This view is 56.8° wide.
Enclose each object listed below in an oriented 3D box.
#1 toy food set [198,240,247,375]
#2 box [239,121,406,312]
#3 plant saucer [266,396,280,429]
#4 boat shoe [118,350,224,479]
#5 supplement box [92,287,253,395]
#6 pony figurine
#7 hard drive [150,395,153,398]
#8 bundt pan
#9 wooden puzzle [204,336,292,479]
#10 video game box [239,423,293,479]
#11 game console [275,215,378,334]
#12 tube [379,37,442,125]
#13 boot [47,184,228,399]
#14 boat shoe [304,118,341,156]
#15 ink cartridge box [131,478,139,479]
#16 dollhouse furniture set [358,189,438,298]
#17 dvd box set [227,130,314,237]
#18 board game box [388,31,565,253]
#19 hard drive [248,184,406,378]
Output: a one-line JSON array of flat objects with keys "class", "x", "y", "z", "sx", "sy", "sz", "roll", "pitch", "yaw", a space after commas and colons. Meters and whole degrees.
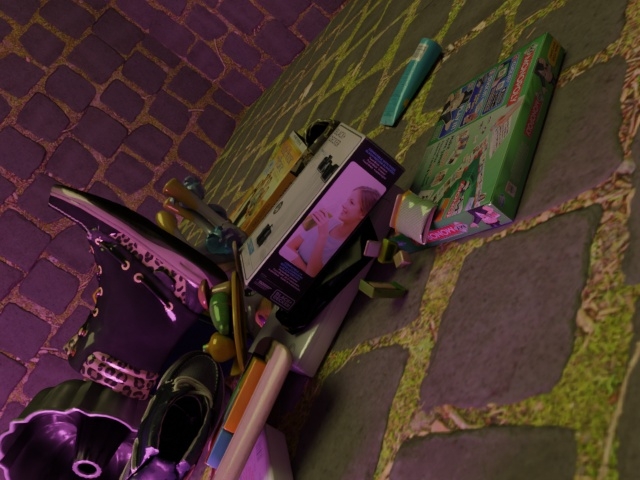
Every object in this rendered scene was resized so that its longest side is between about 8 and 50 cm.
[{"class": "toy food set", "x": -0.164, "y": 0.122, "z": 0.984, "sx": 0.128, "sy": 0.071, "sz": 0.218, "roll": 88, "pitch": 174, "yaw": -47}, {"class": "box", "x": -0.007, "y": -0.045, "z": 0.960, "sx": 0.290, "sy": 0.087, "sz": 0.169, "roll": -50, "pitch": 20, "yaw": 8}, {"class": "plant saucer", "x": -0.128, "y": 0.325, "z": 0.988, "sx": 0.168, "sy": 0.029, "sz": 0.168, "roll": -46, "pitch": 22, "yaw": 24}, {"class": "boat shoe", "x": -0.210, "y": 0.270, "z": 0.960, "sx": 0.158, "sy": 0.127, "sz": 0.340, "roll": -57, "pitch": 12, "yaw": 30}, {"class": "supplement box", "x": -0.339, "y": 0.170, "z": 1.326, "sx": 0.194, "sy": 0.195, "sz": 0.356, "roll": -53, "pitch": 42, "yaw": 5}, {"class": "pony figurine", "x": -0.198, "y": 0.016, "z": 1.293, "sx": 0.303, "sy": 0.363, "sz": 0.351, "roll": -52, "pitch": 2, "yaw": 30}, {"class": "hard drive", "x": -0.447, "y": 0.403, "z": 1.396, "sx": 0.203, "sy": 0.040, "sz": 0.307, "roll": -46, "pitch": -6, "yaw": 25}, {"class": "bundt pan", "x": -0.431, "y": 0.388, "z": 1.139, "sx": 0.331, "sy": 0.331, "sz": 0.124, "roll": -45, "pitch": 23, "yaw": 26}, {"class": "wooden puzzle", "x": -0.119, "y": 0.249, "z": 0.891, "sx": 0.221, "sy": 0.044, "sz": 0.238, "roll": -64, "pitch": 9, "yaw": -10}, {"class": "video game box", "x": -0.107, "y": 0.384, "z": 0.807, "sx": 0.187, "sy": 0.048, "sz": 0.205, "roll": -50, "pitch": 19, "yaw": 8}, {"class": "game console", "x": 0.000, "y": 0.000, "z": 1.065, "sx": 0.213, "sy": 0.044, "sz": 0.361, "roll": -47, "pitch": 21, "yaw": 17}, {"class": "tube", "x": 0.197, "y": -0.348, "z": 1.321, "sx": 0.207, "sy": 0.052, "sz": 0.080, "roll": -59, "pitch": 14, "yaw": 3}, {"class": "boot", "x": -0.391, "y": 0.089, "z": 1.094, "sx": 0.284, "sy": 0.377, "sz": 0.138, "roll": -61, "pitch": -5, "yaw": 3}, {"class": "boat shoe", "x": 0.012, "y": -0.271, "z": 1.549, "sx": 0.109, "sy": 0.091, "sz": 0.305, "roll": -42, "pitch": 21, "yaw": 15}, {"class": "ink cartridge box", "x": -0.052, "y": 0.322, "z": 0.422, "sx": 0.117, "sy": 0.278, "sz": 0.201, "roll": -55, "pitch": 19, "yaw": 1}, {"class": "dollhouse furniture set", "x": 0.102, "y": 0.004, "z": 0.833, "sx": 0.076, "sy": 0.058, "sz": 0.152, "roll": 35, "pitch": 115, "yaw": 57}, {"class": "dvd box set", "x": -0.167, "y": -0.128, "z": 1.792, "sx": 0.420, "sy": 0.062, "sz": 0.307, "roll": -52, "pitch": 20, "yaw": 10}, {"class": "board game box", "x": 0.231, "y": -0.140, "z": 0.882, "sx": 0.213, "sy": 0.046, "sz": 0.317, "roll": -22, "pitch": 38, "yaw": 57}, {"class": "hard drive", "x": 0.008, "y": 0.066, "z": 1.069, "sx": 0.353, "sy": 0.047, "sz": 0.233, "roll": -61, "pitch": 20, "yaw": -17}]
